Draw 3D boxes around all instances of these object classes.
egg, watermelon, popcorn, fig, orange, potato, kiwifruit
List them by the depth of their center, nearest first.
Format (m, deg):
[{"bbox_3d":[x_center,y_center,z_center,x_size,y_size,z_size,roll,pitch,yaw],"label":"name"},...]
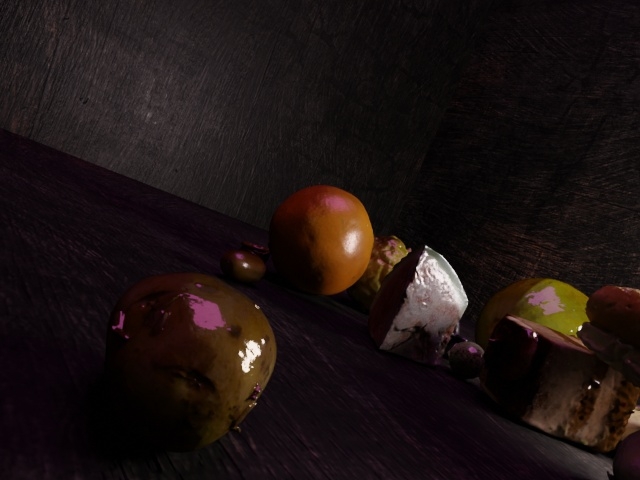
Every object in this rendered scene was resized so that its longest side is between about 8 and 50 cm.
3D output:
[{"bbox_3d":[-0.106,0.088,0.396,0.137,0.137,0.176,23,0,-26],"label":"potato"},{"bbox_3d":[-0.171,0.058,1.089,0.075,0.075,0.124,25,-2,29],"label":"kiwifruit"},{"bbox_3d":[0.193,0.160,1.110,0.193,0.310,0.232,23,40,-28],"label":"watermelon"},{"bbox_3d":[0.339,0.276,1.128,0.085,0.085,0.110,25,-7,29],"label":"egg"},{"bbox_3d":[0.576,0.256,1.328,0.343,0.343,0.343,24,2,-1],"label":"fig"},{"bbox_3d":[0.000,0.000,1.361,0.312,0.312,0.312,24,2,-1],"label":"orange"},{"bbox_3d":[0.203,0.119,1.507,0.282,0.247,0.282,31,10,-6],"label":"popcorn"}]

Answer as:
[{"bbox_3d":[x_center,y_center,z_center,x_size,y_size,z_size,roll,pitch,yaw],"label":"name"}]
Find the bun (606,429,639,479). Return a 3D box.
[{"bbox_3d":[0.535,0.349,0.670,0.239,0.141,0.239,26,0,0],"label":"bun"}]

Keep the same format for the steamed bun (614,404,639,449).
[{"bbox_3d":[0.672,0.413,1.025,0.192,0.106,0.177,2,-6,-14],"label":"steamed bun"}]

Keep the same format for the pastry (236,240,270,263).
[{"bbox_3d":[-0.202,0.037,1.486,0.097,0.057,0.109,24,0,44],"label":"pastry"}]

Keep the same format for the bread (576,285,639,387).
[{"bbox_3d":[0.612,0.203,0.751,0.236,0.165,0.375,18,10,-15],"label":"bread"}]

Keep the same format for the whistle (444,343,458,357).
[{"bbox_3d":[0.321,0.277,1.322,0.220,0.057,0.107,29,18,19],"label":"whistle"}]

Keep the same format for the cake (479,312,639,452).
[{"bbox_3d":[0.453,0.278,0.993,0.293,0.199,0.196,19,8,-12],"label":"cake"}]

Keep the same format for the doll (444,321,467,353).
[{"bbox_3d":[0.259,0.214,1.261,0.248,0.127,0.088,15,9,27],"label":"doll"}]
